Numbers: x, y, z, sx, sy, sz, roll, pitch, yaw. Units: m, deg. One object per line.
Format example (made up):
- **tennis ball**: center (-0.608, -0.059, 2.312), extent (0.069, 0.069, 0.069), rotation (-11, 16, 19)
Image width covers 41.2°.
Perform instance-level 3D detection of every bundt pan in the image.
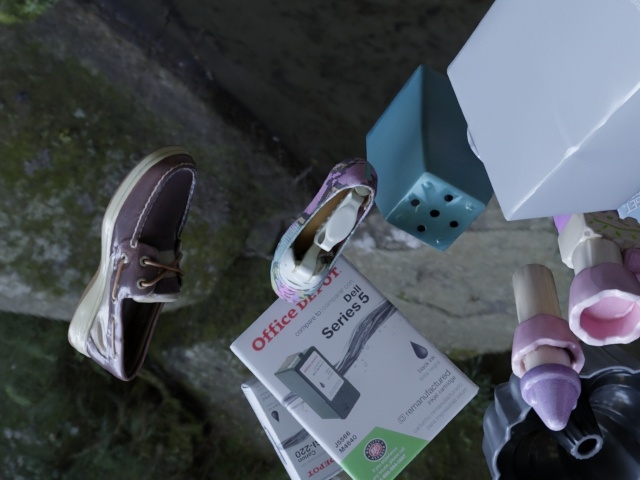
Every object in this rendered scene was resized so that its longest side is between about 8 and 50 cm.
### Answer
- **bundt pan**: center (0.409, 0.298, 1.396), extent (0.331, 0.331, 0.124), rotation (32, -164, -30)

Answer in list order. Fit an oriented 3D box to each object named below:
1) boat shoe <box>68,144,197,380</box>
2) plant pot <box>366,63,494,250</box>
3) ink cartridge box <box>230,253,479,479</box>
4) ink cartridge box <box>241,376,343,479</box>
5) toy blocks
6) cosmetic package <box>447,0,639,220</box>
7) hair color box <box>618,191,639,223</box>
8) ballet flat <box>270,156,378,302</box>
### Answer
- **boat shoe**: center (-0.229, 0.040, 1.141), extent (0.123, 0.342, 0.123), rotation (37, -159, 25)
- **plant pot**: center (0.170, -0.109, 1.270), extent (0.165, 0.234, 0.166), rotation (28, 128, -14)
- **ink cartridge box**: center (0.043, 0.176, 1.146), extent (0.273, 0.198, 0.115), rotation (44, 172, 12)
- **ink cartridge box**: center (-0.021, 0.321, 1.544), extent (0.218, 0.158, 0.092), rotation (61, 164, -1)
- **toy blocks**: center (0.339, 0.059, 0.707), extent (0.288, 0.260, 0.309), rotation (14, 130, -6)
- **cosmetic package**: center (0.178, -0.121, 0.480), extent (0.107, 0.127, 0.238), rotation (-6, 156, -21)
- **hair color box**: center (0.424, -0.102, 1.157), extent (0.374, 0.113, 0.185), rotation (59, -165, 4)
- **ballet flat**: center (0.000, 0.000, 1.035), extent (0.077, 0.221, 0.079), rotation (27, -155, -13)
